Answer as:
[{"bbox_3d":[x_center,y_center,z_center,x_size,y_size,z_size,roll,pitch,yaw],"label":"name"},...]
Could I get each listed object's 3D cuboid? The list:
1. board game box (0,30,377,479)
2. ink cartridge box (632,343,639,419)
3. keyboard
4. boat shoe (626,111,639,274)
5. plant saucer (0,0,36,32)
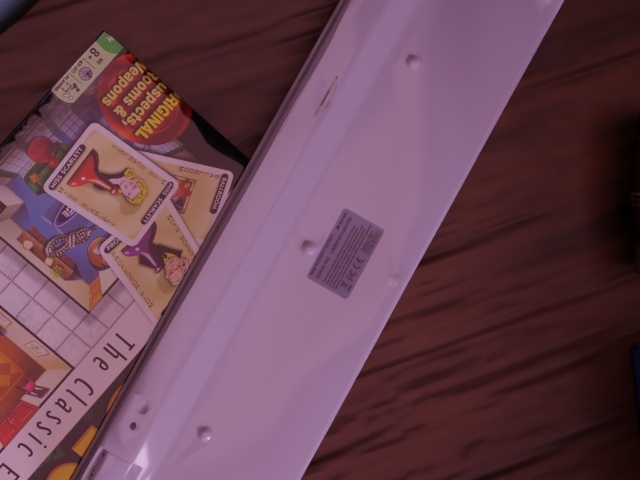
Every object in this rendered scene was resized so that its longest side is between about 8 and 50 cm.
[{"bbox_3d":[-0.113,0.065,0.419,0.136,0.030,0.260,41,85,-9],"label":"board game box"},{"bbox_3d":[0.207,0.147,0.438,0.134,0.078,0.231,-7,92,-7],"label":"ink cartridge box"},{"bbox_3d":[0.000,0.000,0.415,0.072,0.014,0.256,30,87,-12],"label":"keyboard"},{"bbox_3d":[0.220,-0.024,0.440,0.207,0.073,0.073,-2,93,-8],"label":"boat shoe"},{"bbox_3d":[-0.216,-0.199,0.395,0.317,0.044,0.318,0,90,-7],"label":"plant saucer"}]
